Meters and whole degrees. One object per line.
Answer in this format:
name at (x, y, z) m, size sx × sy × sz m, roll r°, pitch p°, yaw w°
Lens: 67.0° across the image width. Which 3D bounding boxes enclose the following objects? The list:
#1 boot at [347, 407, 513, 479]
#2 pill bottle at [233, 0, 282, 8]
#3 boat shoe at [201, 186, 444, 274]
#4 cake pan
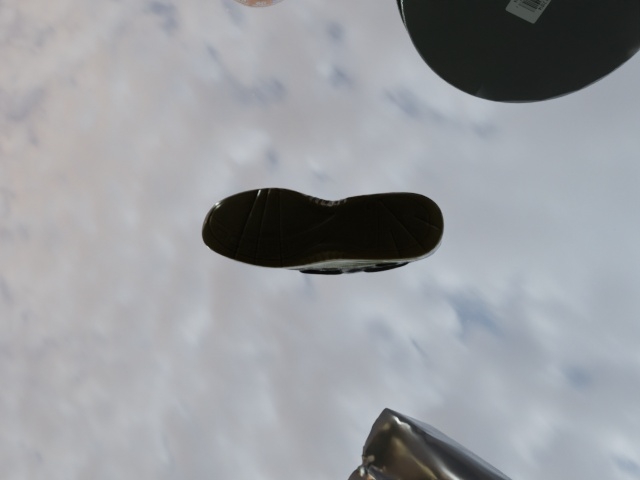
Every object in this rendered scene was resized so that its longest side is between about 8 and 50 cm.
boot at (0.122, 0.418, 0.523) m, size 0.367 × 0.146 × 0.445 m, roll -51°, pitch -159°, yaw -13°
pill bottle at (-0.060, -0.330, 0.492) m, size 0.121 × 0.216 × 0.121 m, roll -2°, pitch -81°, yaw -11°
boat shoe at (0.001, -0.001, 0.449) m, size 0.224 × 0.073 × 0.080 m, roll 0°, pitch -113°, yaw 17°
cake pan at (0.212, -0.260, 0.488) m, size 0.293 × 0.293 × 0.054 m, roll -4°, pitch -133°, yaw 31°
